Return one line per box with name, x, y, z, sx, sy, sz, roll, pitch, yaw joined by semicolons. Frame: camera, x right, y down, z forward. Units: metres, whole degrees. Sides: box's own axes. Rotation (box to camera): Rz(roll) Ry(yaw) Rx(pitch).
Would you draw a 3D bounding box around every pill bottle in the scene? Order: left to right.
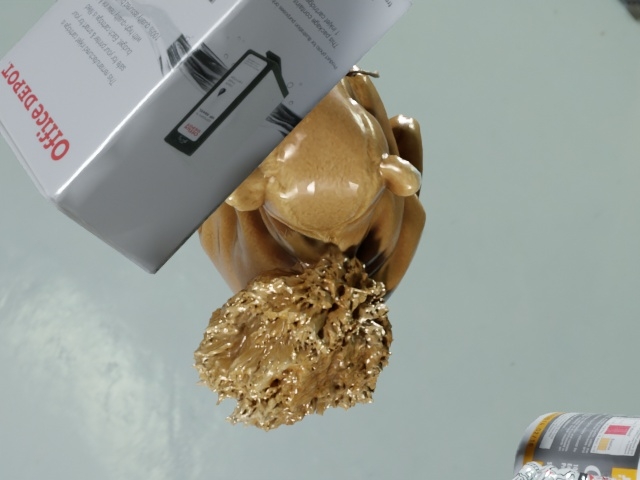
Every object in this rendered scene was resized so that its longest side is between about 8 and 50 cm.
pill bottle;0.393;0.299;1.657;0.162;0.278;0.162;4;84;-43

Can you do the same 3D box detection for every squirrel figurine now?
squirrel figurine;0.000;0.000;1.383;0.281;0.370;0.397;1;80;-6

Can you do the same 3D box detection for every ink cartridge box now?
ink cartridge box;-0.074;-0.105;0.726;0.086;0.203;0.148;41;4;-41

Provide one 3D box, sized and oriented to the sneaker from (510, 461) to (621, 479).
sneaker;0.177;0.300;1.089;0.145;0.090;0.270;15;50;24
